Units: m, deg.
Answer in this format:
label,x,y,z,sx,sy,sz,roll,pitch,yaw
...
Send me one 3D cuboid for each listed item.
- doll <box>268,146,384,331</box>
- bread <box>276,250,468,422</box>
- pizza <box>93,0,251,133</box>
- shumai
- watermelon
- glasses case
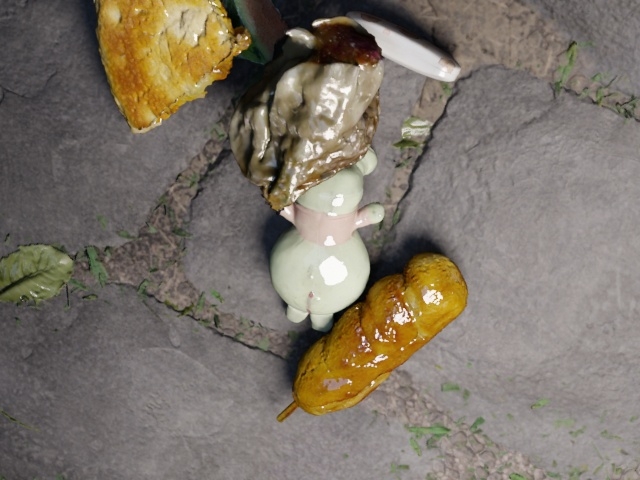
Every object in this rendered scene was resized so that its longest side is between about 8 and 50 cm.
label,x,y,z,sx,sy,sz,roll,pitch,yaw
doll,-0.001,0.000,1.370,0.154,0.113,0.275,12,105,3
bread,0.063,0.150,1.395,0.124,0.084,0.344,38,110,-24
pizza,-0.191,-0.278,1.332,0.226,0.086,0.336,18,123,15
shumai,-0.027,-0.180,1.260,0.218,0.185,0.184,-37,54,-10
watermelon,-0.110,-0.303,1.361,0.101,0.080,0.155,-18,104,51
glasses case,0.104,-0.250,1.315,0.164,0.063,0.041,27,110,5
